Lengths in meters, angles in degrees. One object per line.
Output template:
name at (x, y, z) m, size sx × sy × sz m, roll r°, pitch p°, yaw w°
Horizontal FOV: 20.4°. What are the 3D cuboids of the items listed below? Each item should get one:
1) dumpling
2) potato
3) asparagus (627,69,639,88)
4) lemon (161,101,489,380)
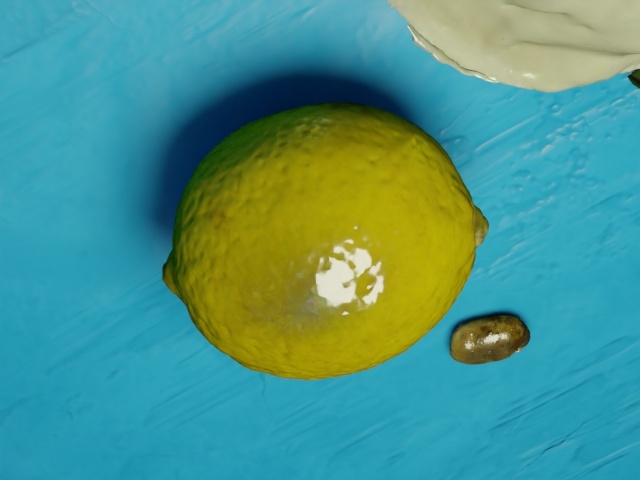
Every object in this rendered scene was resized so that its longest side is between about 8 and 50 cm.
dumpling at (0.191, -0.254, 1.414) m, size 0.395 × 0.233 × 0.315 m, roll 27°, pitch 116°, yaw -27°
potato at (0.169, 0.100, 1.786) m, size 0.083 × 0.040 × 0.051 m, roll -15°, pitch 121°, yaw 1°
asparagus at (0.367, -0.100, 1.678) m, size 0.236 × 0.027 × 0.034 m, roll 36°, pitch 118°, yaw -29°
lemon at (0.001, -0.001, 1.567) m, size 0.267 × 0.267 × 0.267 m, roll -4°, pitch 126°, yaw -5°
